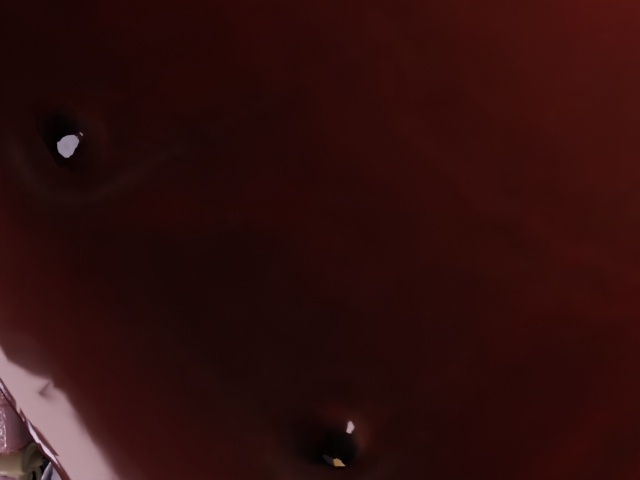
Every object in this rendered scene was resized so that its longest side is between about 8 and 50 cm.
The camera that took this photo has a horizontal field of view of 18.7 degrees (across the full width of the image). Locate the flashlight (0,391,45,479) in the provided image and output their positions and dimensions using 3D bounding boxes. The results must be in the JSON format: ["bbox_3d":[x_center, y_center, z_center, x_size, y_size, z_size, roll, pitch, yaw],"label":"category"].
[{"bbox_3d":[-0.151,0.087,0.958,0.031,0.052,0.110,6,107,16],"label":"flashlight"}]

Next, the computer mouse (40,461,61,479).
[{"bbox_3d":[-0.018,0.202,0.779,0.158,0.072,0.310,-41,71,53],"label":"computer mouse"}]

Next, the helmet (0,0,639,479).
[{"bbox_3d":[0.052,-0.097,0.399,0.338,0.230,0.384,-4,112,48],"label":"helmet"}]

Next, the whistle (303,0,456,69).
[{"bbox_3d":[0.035,-0.029,0.570,0.223,0.123,0.123,47,141,11],"label":"whistle"}]

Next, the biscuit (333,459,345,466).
[{"bbox_3d":[0.000,0.000,0.702,0.153,0.030,0.234,-42,71,52],"label":"biscuit"}]
